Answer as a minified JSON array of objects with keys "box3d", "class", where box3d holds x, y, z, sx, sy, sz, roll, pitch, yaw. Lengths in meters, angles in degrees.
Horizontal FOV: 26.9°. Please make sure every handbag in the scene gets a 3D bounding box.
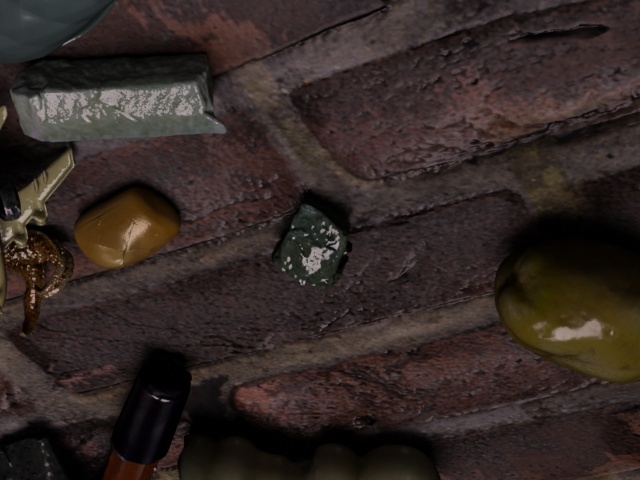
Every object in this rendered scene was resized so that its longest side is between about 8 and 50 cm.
[{"box3d":[-0.421,0.364,1.827,0.270,0.088,0.175,-26,97,35],"class":"handbag"}]

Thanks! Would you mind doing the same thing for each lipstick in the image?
[{"box3d":[-0.244,0.284,1.746,0.077,0.077,0.418,15,140,-9],"class":"lipstick"}]

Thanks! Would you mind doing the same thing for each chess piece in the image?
[{"box3d":[-0.008,0.328,1.713,0.330,0.182,0.182,-4,138,2],"class":"chess piece"}]

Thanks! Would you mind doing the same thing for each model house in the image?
[{"box3d":[0.000,0.000,1.409,0.078,0.066,0.083,26,119,-6],"class":"model house"}]

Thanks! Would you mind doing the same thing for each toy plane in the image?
[{"box3d":[-0.348,-0.017,1.340,0.229,0.092,0.244,-18,125,-21],"class":"toy plane"}]

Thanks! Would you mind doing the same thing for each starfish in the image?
[{"box3d":[-0.371,0.023,1.462,0.190,0.074,0.146,30,133,-25],"class":"starfish"}]

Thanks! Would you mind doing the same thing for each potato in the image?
[{"box3d":[0.278,0.073,1.386,0.200,0.137,0.154,25,137,-22],"class":"potato"}]

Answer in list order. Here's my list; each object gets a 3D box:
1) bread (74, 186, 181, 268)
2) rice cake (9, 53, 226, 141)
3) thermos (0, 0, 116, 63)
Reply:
[{"box3d":[-0.208,-0.007,1.420,0.115,0.056,0.082,-21,133,28],"class":"bread"},{"box3d":[-0.191,-0.135,1.265,0.206,0.063,0.069,-4,132,10],"class":"rice cake"},{"box3d":[-0.237,-0.229,1.119,0.182,0.145,0.286,-1,156,-47],"class":"thermos"}]
